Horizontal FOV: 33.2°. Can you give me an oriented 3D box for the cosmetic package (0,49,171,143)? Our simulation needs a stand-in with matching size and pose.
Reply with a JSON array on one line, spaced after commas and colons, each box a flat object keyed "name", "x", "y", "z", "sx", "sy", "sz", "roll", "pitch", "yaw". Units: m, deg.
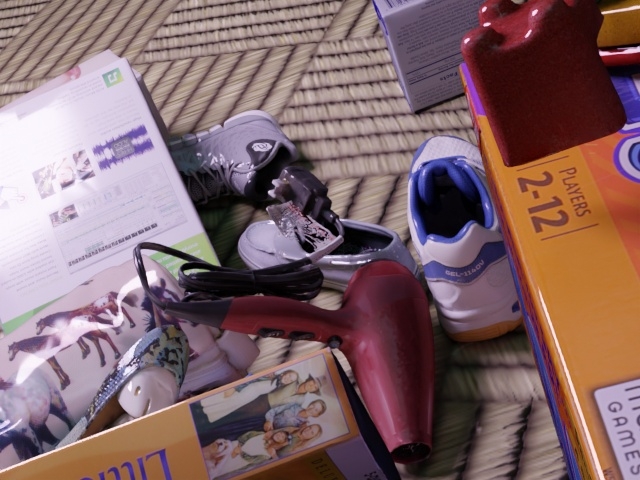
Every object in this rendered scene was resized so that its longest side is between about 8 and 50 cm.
[{"name": "cosmetic package", "x": -0.342, "y": -0.095, "z": 1.341, "sx": 0.296, "sy": 0.153, "sz": 0.129, "roll": -31, "pitch": 37, "yaw": -15}]

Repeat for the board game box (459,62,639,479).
[{"name": "board game box", "x": 0.311, "y": 0.080, "z": 0.592, "sx": 0.356, "sy": 0.356, "sz": 0.356, "roll": -16, "pitch": 35, "yaw": 8}]

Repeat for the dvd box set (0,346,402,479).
[{"name": "dvd box set", "x": -0.153, "y": 0.212, "z": 0.725, "sx": 0.420, "sy": 0.308, "sz": 0.062, "roll": -21, "pitch": 65, "yaw": 1}]

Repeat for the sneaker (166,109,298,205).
[{"name": "sneaker", "x": -0.128, "y": -0.072, "z": 1.257, "sx": 0.228, "sy": 0.086, "sz": 0.132, "roll": -30, "pitch": 39, "yaw": -13}]

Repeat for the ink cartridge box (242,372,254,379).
[{"name": "ink cartridge box", "x": -0.097, "y": 0.174, "z": 0.881, "sx": 0.088, "sy": 0.052, "sz": 0.122, "roll": -45, "pitch": -5, "yaw": 39}]

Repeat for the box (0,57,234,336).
[{"name": "box", "x": -0.256, "y": -0.022, "z": 1.158, "sx": 0.232, "sy": 0.058, "sz": 0.322, "roll": -24, "pitch": 64, "yaw": -4}]

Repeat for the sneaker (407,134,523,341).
[{"name": "sneaker", "x": 0.136, "y": -0.041, "z": 1.038, "sx": 0.111, "sy": 0.131, "sz": 0.296, "roll": -19, "pitch": 34, "yaw": 8}]

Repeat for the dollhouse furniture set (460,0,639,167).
[{"name": "dollhouse furniture set", "x": 0.213, "y": -0.061, "z": 0.429, "sx": 0.201, "sy": 0.152, "sz": 0.374, "roll": -38, "pitch": 21, "yaw": -21}]

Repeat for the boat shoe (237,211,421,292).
[{"name": "boat shoe", "x": 0.000, "y": 0.001, "z": 1.094, "sx": 0.227, "sy": 0.081, "sz": 0.079, "roll": 13, "pitch": 48, "yaw": 38}]

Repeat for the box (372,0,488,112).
[{"name": "box", "x": 0.143, "y": -0.246, "z": 1.292, "sx": 0.126, "sy": 0.137, "sz": 0.072, "roll": -21, "pitch": 34, "yaw": 2}]

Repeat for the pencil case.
[{"name": "pencil case", "x": -0.258, "y": 0.172, "z": 0.940, "sx": 0.410, "sy": 0.160, "sz": 0.183, "roll": -34, "pitch": 41, "yaw": -16}]

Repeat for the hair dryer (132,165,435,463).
[{"name": "hair dryer", "x": -0.005, "y": 0.077, "z": 0.932, "sx": 0.293, "sy": 0.080, "sz": 0.223, "roll": 43, "pitch": 53, "yaw": 19}]

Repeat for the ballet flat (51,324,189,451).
[{"name": "ballet flat", "x": -0.158, "y": 0.153, "z": 0.853, "sx": 0.070, "sy": 0.070, "sz": 0.188, "roll": 26, "pitch": 76, "yaw": 46}]
